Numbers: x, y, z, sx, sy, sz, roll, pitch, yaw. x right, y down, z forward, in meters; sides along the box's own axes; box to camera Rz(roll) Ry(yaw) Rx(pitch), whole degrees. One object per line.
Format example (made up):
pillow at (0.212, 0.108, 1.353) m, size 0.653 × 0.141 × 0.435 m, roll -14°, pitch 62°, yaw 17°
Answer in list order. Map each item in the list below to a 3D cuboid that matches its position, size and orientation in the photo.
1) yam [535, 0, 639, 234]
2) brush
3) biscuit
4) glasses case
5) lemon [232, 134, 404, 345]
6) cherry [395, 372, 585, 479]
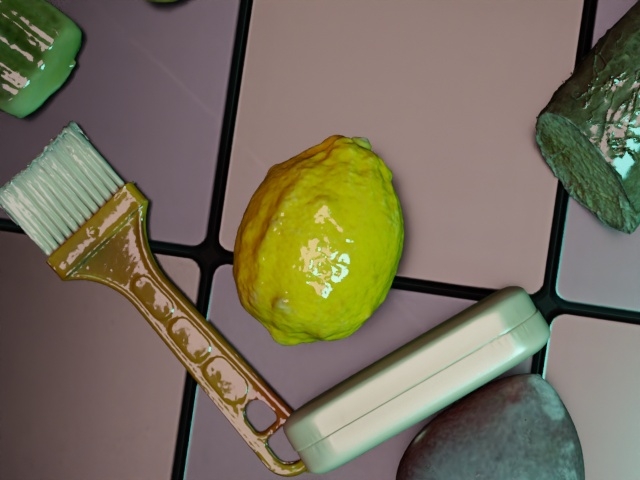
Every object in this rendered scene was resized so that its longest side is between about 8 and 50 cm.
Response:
yam at (0.230, -0.106, 0.891) m, size 0.107 × 0.107 × 0.183 m, roll 41°, pitch 91°, yaw 6°
brush at (-0.112, 0.053, 0.971) m, size 0.090 × 0.017 × 0.314 m, roll -43°, pitch 85°, yaw 7°
biscuit at (-0.328, -0.207, 0.991) m, size 0.322 × 0.038 × 0.099 m, roll 34°, pitch 90°, yaw 7°
glasses case at (0.067, 0.097, 0.913) m, size 0.196 × 0.083 × 0.050 m, roll -31°, pitch 85°, yaw 7°
lemon at (0.000, 0.000, 0.908) m, size 0.114 × 0.114 × 0.155 m, roll 18°, pitch 85°, yaw 7°
cherry at (0.092, 0.152, 0.896) m, size 0.188 × 0.115 × 0.148 m, roll 23°, pitch 111°, yaw 12°
